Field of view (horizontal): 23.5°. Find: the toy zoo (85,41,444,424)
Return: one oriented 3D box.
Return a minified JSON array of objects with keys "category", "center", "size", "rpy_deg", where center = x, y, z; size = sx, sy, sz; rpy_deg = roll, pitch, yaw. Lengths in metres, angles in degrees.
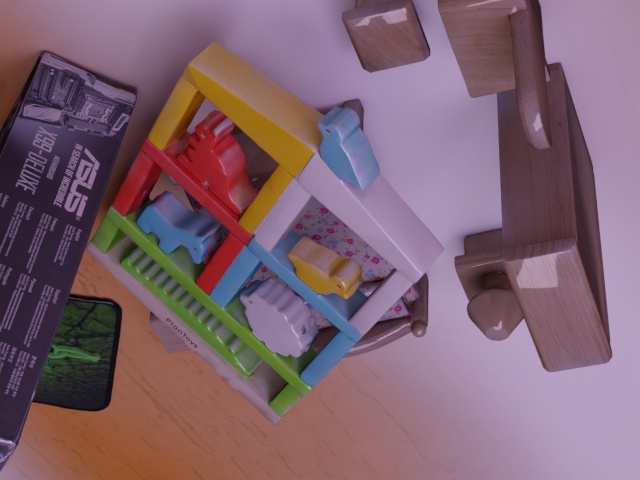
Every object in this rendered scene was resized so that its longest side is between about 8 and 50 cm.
[{"category":"toy zoo","center":[-0.039,-0.005,1.004],"size":[0.192,0.030,0.293],"rpy_deg":[42,143,3]}]

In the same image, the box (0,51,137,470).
[{"category":"box","center":[-0.230,0.060,1.010],"size":[0.076,0.307,0.242],"rpy_deg":[26,133,-14]}]

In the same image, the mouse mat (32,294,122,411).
[{"category":"mouse mat","center":[-0.262,0.086,1.263],"size":[0.189,0.007,0.152],"rpy_deg":[9,138,-5]}]

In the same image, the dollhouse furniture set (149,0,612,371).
[{"category":"dollhouse furniture set","center":[0.000,0.000,1.029],"size":[0.355,0.174,0.303],"rpy_deg":[-11,135,15]}]
